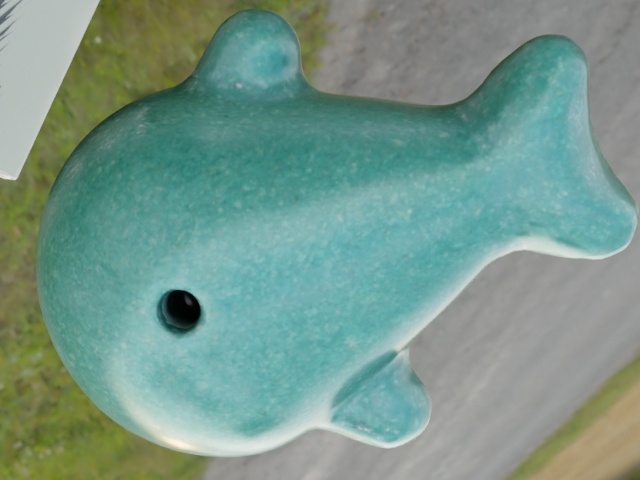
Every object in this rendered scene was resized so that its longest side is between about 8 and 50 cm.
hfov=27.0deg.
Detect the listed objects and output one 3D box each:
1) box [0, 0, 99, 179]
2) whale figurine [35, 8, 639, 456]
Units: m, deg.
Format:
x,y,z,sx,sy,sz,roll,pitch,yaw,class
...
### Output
x,y,z,sx,sy,sz,roll,pitch,yaw,class
-0.201,-0.187,0.856,0.094,0.113,0.275,31,80,-56,box
0.000,0.000,0.596,0.272,0.216,0.141,-17,-172,14,whale figurine
